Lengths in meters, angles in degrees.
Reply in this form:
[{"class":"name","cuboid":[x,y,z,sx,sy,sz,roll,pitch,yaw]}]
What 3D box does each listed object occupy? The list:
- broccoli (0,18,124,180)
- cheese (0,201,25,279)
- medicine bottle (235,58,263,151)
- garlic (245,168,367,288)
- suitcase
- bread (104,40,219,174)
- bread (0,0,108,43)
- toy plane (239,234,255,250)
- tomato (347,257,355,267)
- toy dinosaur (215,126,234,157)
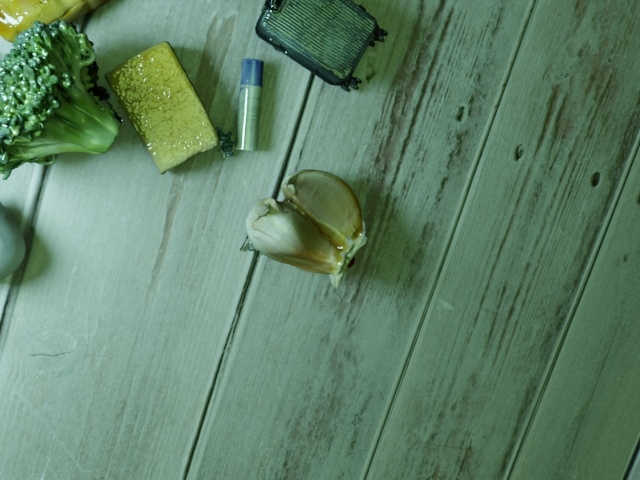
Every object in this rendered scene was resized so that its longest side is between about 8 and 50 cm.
[{"class":"broccoli","cuboid":[-0.600,-0.294,1.141,0.323,0.335,0.272,-6,142,25]},{"class":"cheese","cuboid":[-0.795,0.010,1.228,0.198,0.154,0.189,-36,91,-2]},{"class":"medicine bottle","cuboid":[-0.186,-0.353,1.384,0.059,0.059,0.231,3,100,-17]},{"class":"garlic","cuboid":[-0.036,-0.043,1.407,0.313,0.249,0.286,33,107,-18]},{"class":"suitcase","cuboid":[-0.002,-0.540,1.362,0.312,0.128,0.202,28,93,-20]},{"class":"bread","cuboid":[-0.386,-0.324,1.306,0.184,0.114,0.275,-29,107,-5]},{"class":"bread","cuboid":[-0.606,-0.565,1.179,0.294,0.132,0.167,-33,102,-6]},{"class":"toy plane","cuboid":[-0.179,-0.014,1.473,0.049,0.031,0.121,30,95,-11]},{"class":"tomato","cuboid":[0.059,0.043,1.529,0.075,0.087,0.087,-12,107,15]},{"class":"toy dinosaur","cuboid":[-0.255,-0.260,1.397,0.047,0.030,0.084,-13,104,-16]}]
